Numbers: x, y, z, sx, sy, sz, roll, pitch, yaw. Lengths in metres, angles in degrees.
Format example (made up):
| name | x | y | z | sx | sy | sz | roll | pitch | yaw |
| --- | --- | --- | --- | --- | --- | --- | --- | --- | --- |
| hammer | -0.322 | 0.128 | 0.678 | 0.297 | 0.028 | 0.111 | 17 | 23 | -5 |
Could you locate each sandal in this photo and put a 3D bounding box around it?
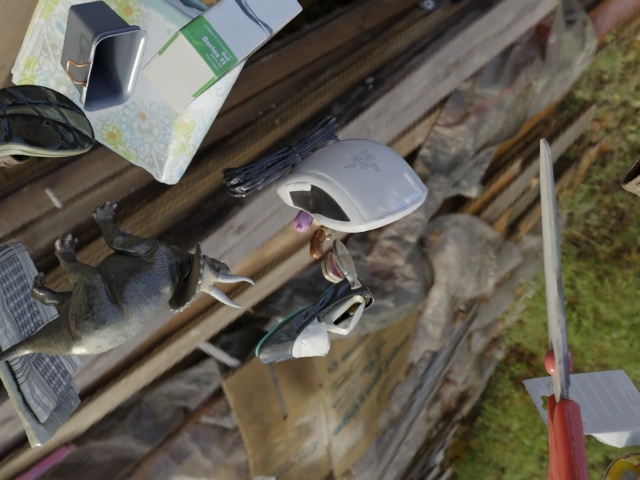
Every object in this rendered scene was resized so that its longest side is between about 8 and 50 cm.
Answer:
| name | x | y | z | sx | sy | sz | roll | pitch | yaw |
| --- | --- | --- | --- | --- | --- | --- | --- | --- | --- |
| sandal | -0.492 | -0.161 | 1.265 | 0.303 | 0.120 | 0.086 | -12 | 165 | -35 |

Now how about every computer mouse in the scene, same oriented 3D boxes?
| name | x | y | z | sx | sy | sz | roll | pitch | yaw |
| --- | --- | --- | --- | --- | --- | --- | --- | --- | --- |
| computer mouse | 0.005 | -0.051 | 0.571 | 0.106 | 0.193 | 0.042 | -26 | 112 | -20 |

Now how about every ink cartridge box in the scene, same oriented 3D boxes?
| name | x | y | z | sx | sy | sz | roll | pitch | yaw |
| --- | --- | --- | --- | --- | --- | --- | --- | --- | --- |
| ink cartridge box | 0.434 | 0.276 | 1.357 | 0.179 | 0.145 | 0.045 | -6 | 121 | -5 |
| ink cartridge box | -0.146 | -0.301 | 1.257 | 0.208 | 0.087 | 0.153 | -47 | -167 | -31 |

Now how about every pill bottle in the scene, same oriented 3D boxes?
| name | x | y | z | sx | sy | sz | roll | pitch | yaw |
| --- | --- | --- | --- | --- | --- | --- | --- | --- | --- |
| pill bottle | 0.500 | 0.383 | 1.241 | 0.117 | 0.117 | 0.215 | -55 | 173 | -3 |

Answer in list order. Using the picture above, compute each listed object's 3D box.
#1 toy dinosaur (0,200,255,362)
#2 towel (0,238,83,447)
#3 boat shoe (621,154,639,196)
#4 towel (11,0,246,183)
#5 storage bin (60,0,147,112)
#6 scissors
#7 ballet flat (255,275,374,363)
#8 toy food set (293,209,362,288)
| name | x | y | z | sx | sy | sz | roll | pitch | yaw |
| --- | --- | --- | --- | --- | --- | --- | --- | --- | --- |
| toy dinosaur | -0.248 | 0.061 | 0.996 | 0.314 | 0.160 | 0.121 | -32 | 151 | -27 |
| towel | -0.491 | 0.160 | 1.426 | 0.056 | 0.324 | 0.312 | -21 | -172 | -4 |
| boat shoe | 0.586 | -0.173 | 1.313 | 0.341 | 0.110 | 0.121 | 107 | 8 | -50 |
| towel | -0.346 | -0.322 | 1.499 | 0.320 | 0.374 | 0.090 | -55 | -177 | 32 |
| storage bin | -0.314 | -0.259 | 1.163 | 0.098 | 0.091 | 0.135 | -25 | 154 | -40 |
| scissors | 0.145 | 0.093 | 0.518 | 0.109 | 0.021 | 0.297 | 63 | 22 | -75 |
| ballet flat | 0.001 | 0.163 | 1.653 | 0.280 | 0.096 | 0.095 | -38 | 143 | -29 |
| toy food set | 0.000 | 0.000 | 0.940 | 0.019 | 0.122 | 0.078 | -31 | 158 | 27 |
